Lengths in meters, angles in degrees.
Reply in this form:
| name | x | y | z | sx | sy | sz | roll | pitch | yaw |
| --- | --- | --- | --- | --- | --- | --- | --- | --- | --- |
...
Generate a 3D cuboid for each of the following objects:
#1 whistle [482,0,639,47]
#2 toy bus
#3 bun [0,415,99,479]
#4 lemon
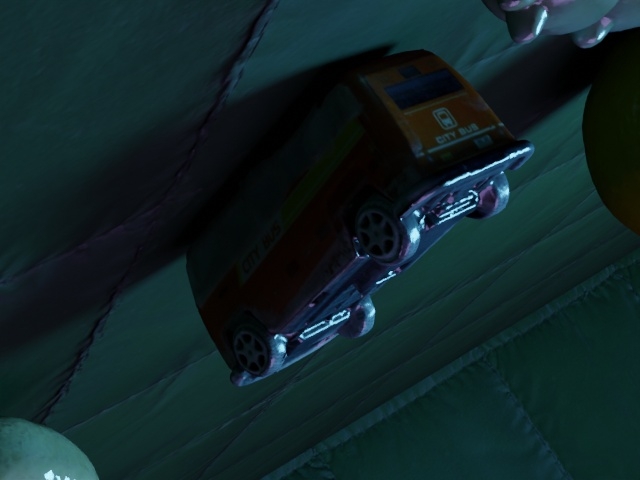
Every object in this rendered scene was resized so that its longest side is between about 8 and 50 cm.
| name | x | y | z | sx | sy | sz | roll | pitch | yaw |
| --- | --- | --- | --- | --- | --- | --- | --- | --- | --- |
| whistle | 0.140 | -0.158 | 0.767 | 0.092 | 0.110 | 0.244 | -3 | -172 | 33 |
| toy bus | 0.009 | -0.010 | 0.942 | 0.121 | 0.120 | 0.265 | -23 | 164 | -43 |
| bun | -0.275 | 0.203 | 1.060 | 0.222 | 0.127 | 0.222 | -18 | 136 | -19 |
| lemon | 0.343 | -0.099 | 1.256 | 0.236 | 0.236 | 0.263 | -30 | -162 | -20 |
